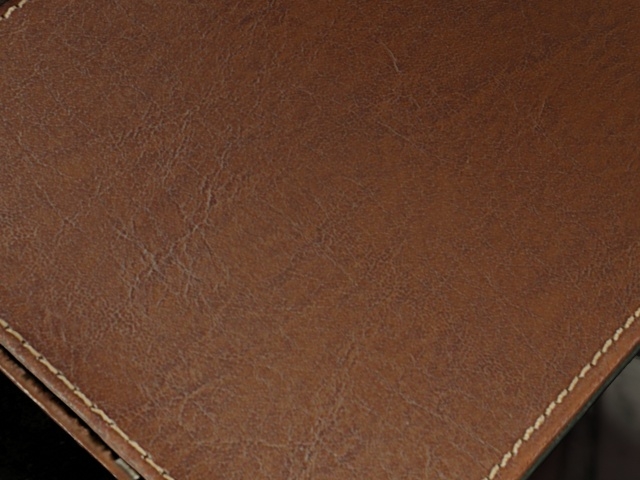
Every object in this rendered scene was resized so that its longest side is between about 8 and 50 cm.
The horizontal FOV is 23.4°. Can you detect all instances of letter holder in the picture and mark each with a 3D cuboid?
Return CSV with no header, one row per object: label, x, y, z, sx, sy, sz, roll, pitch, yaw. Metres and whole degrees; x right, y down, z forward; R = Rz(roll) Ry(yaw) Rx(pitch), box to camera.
letter holder,0.000,0.000,0.536,0.214,0.152,0.302,41,53,11
